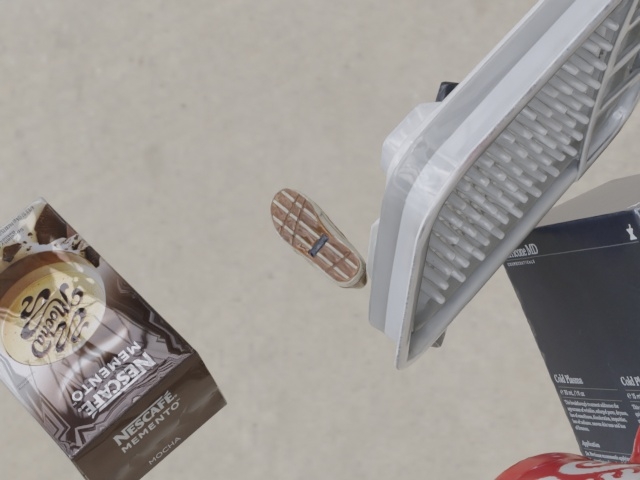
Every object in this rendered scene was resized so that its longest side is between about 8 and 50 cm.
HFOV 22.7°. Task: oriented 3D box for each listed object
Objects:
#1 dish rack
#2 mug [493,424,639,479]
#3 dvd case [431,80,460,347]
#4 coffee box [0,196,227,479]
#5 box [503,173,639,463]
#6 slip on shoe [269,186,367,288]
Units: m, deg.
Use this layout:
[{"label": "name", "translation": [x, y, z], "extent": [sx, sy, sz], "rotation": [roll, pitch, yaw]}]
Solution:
[{"label": "dish rack", "translation": [0.140, -0.081, 1.153], "extent": [0.072, 0.333, 0.285], "rotation": [36, 157, 15]}, {"label": "mug", "translation": [0.144, 0.121, 0.621], "extent": [0.169, 0.113, 0.150], "rotation": [-15, 70, 62]}, {"label": "dvd case", "translation": [0.128, -0.024, 1.686], "extent": [0.029, 0.179, 0.238], "rotation": [11, 74, 23]}, {"label": "coffee box", "translation": [-0.260, 0.111, 1.682], "extent": [0.168, 0.119, 0.297], "rotation": [-41, 55, -13]}, {"label": "box", "translation": [0.377, 0.090, 1.683], "extent": [0.312, 0.179, 0.343], "rotation": [66, 161, -4]}, {"label": "slip on shoe", "translation": [0.000, 0.000, 1.611], "extent": [0.135, 0.041, 0.051], "rotation": [41, 92, 28]}]
